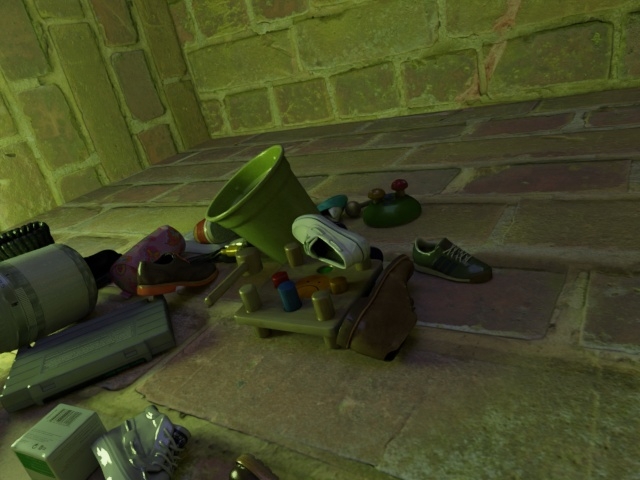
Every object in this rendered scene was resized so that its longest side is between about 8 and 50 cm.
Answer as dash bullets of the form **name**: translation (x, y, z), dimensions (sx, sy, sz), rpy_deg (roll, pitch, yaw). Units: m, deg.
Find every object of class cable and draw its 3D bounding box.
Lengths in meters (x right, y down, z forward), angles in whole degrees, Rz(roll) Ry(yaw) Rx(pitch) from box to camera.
- **cable**: translation (-0.313, 0.030, 1.459), dimensions (0.287, 0.072, 0.139), rpy_deg (-7, 19, 18)

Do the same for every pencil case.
- **pencil case**: translation (-0.527, 0.059, 1.466), dimensions (0.124, 0.124, 0.284), rpy_deg (-8, 25, 15)

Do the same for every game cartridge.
- **game cartridge**: translation (-0.523, 0.250, 1.102), dimensions (0.355, 0.068, 0.230), rpy_deg (-21, 28, -15)

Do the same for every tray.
- **tray**: translation (-0.393, -0.002, 1.632), dimensions (0.270, 0.030, 0.145), rpy_deg (3, 30, 35)

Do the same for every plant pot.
- **plant pot**: translation (-0.124, -0.073, 1.296), dimensions (0.276, 0.254, 0.276), rpy_deg (-34, 27, 20)

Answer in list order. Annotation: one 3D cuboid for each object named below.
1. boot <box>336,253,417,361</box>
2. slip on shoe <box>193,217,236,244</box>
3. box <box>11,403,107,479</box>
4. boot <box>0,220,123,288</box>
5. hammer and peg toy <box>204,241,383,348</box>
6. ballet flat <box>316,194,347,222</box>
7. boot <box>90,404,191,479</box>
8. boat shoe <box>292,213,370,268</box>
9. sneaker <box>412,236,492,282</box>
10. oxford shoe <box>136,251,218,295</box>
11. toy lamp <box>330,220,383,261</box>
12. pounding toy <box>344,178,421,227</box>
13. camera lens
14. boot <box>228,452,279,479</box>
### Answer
- **boot**: translation (0.147, 0.134, 0.961), dimensions (0.115, 0.112, 0.305), rpy_deg (23, 37, 17)
- **slip on shoe**: translation (-0.285, -0.059, 1.543), dimensions (0.101, 0.123, 0.331), rpy_deg (-10, 11, 30)
- **box**: translation (-0.425, 0.344, 0.791), dimensions (0.101, 0.087, 0.102), rpy_deg (-1, 27, 28)
- **boot**: translation (-0.789, 0.048, 1.451), dimensions (0.131, 0.260, 0.348), rpy_deg (3, 29, 36)
- **hammer and peg toy**: translation (-0.069, 0.114, 1.060), dimensions (0.361, 0.127, 0.266), rpy_deg (1, 29, 31)
- **ballet flat**: translation (0.002, -0.067, 1.512), dimensions (0.247, 0.083, 0.087), rpy_deg (-25, 49, -23)
- **boot**: translation (-0.248, 0.328, 0.711), dimensions (0.123, 0.095, 0.258), rpy_deg (-37, 30, -29)
- **boat shoe**: translation (0.000, 0.000, 1.002), dimensions (0.075, 0.083, 0.226), rpy_deg (-31, 30, -32)
- **sneaker**: translation (0.289, 0.037, 1.075), dimensions (0.192, 0.086, 0.064), rpy_deg (9, 33, 43)
- **oxford shoe**: translation (-0.377, 0.078, 1.290), dimensions (0.096, 0.098, 0.271), rpy_deg (0, 6, 27)
- **toy lamp**: translation (0.074, 0.008, 1.282), dimensions (0.080, 0.080, 0.274), rpy_deg (-22, 27, -17)
- **pounding toy**: translation (0.197, -0.131, 1.481), dimensions (0.183, 0.110, 0.237), rpy_deg (-27, 27, -28)
- **camera lens**: translation (-0.747, 0.145, 1.229), dimensions (0.219, 0.220, 0.274), rpy_deg (2, 20, 33)
- **boot**: translation (-0.078, 0.359, 0.442), dimensions (0.206, 0.090, 0.248), rpy_deg (-29, 64, -24)
